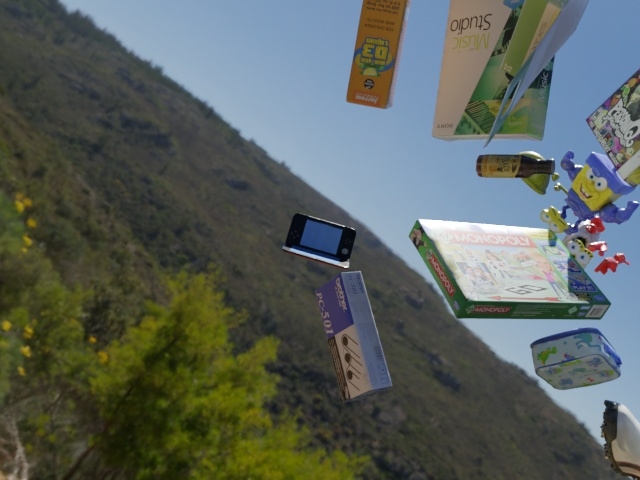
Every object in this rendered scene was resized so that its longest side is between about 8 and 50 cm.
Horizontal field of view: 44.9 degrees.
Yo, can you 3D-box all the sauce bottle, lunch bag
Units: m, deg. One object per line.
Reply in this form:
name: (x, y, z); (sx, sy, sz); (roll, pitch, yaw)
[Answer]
sauce bottle: (0.327, -0.125, 1.301); (0.128, 0.042, 0.042); (2, -20, 30)
lunch bag: (0.613, 0.284, 1.849); (0.219, 0.176, 0.090); (35, 44, -47)

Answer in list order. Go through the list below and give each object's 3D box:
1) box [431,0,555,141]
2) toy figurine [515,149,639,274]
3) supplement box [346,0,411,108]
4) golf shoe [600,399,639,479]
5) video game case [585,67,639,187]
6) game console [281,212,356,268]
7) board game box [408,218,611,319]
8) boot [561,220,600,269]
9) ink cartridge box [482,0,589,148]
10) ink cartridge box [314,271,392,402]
box: (0.322, -0.344, 1.421); (0.058, 0.322, 0.232); (6, 1, -37)
toy figurine: (0.610, -0.129, 1.732); (0.191, 0.217, 0.363); (-2, 49, -37)
supplement box: (0.104, -0.348, 1.339); (0.078, 0.234, 0.080); (11, 16, 9)
golf shoe: (0.552, 0.360, 1.288); (0.120, 0.105, 0.273); (-17, -60, 35)
video game case: (0.647, -0.245, 1.528); (0.041, 0.210, 0.232); (29, 32, -24)
game console: (0.000, 0.000, 1.628); (0.144, 0.124, 0.085); (16, -22, -1)
board game box: (0.339, 0.053, 1.398); (0.317, 0.046, 0.213); (3, 40, -26)
boot: (0.582, 0.070, 1.872); (0.095, 0.258, 0.123); (29, 29, 19)
ink cartridge box: (0.264, -0.249, 0.973); (0.056, 0.235, 0.171); (37, -15, 13)
ink cartridge box: (0.055, 0.167, 1.344); (0.046, 0.207, 0.097); (-2, -21, -32)
